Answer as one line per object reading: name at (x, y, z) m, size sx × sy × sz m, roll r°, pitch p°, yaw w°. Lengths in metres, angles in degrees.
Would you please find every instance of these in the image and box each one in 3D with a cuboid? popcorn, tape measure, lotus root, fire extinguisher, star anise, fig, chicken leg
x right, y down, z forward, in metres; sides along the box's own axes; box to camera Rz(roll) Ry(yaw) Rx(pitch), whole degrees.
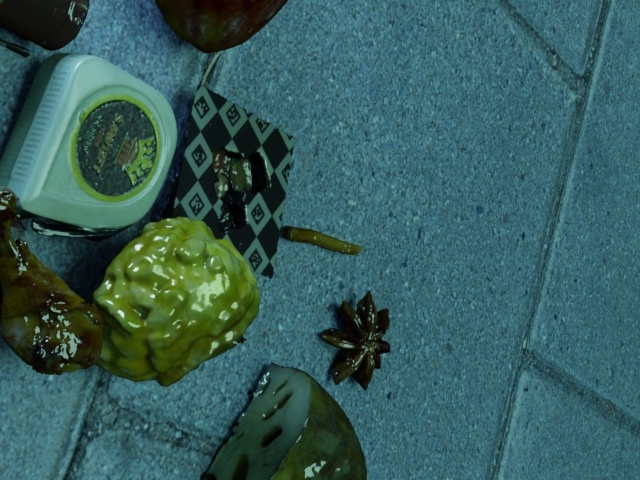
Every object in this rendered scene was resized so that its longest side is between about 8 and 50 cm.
popcorn at (-0.184, 0.092, 1.536) m, size 0.233 × 0.192 × 0.266 m, roll -46°, pitch 160°, yaw -21°
tape measure at (-0.288, -0.093, 1.486) m, size 0.207 × 0.115 × 0.235 m, roll 29°, pitch 79°, yaw -47°
lotus root at (-0.029, 0.370, 1.801) m, size 0.260 × 0.149 × 0.267 m, roll 53°, pitch 57°, yaw -37°
fire extinguisher at (-0.406, -0.299, 1.317) m, size 0.341 × 0.105 × 0.142 m, roll 21°, pitch 50°, yaw -52°
star anise at (0.065, 0.164, 1.963) m, size 0.168 × 0.057 × 0.168 m, roll -3°, pitch 94°, yaw -51°
fig at (-0.123, -0.378, 1.582) m, size 0.224 × 0.224 × 0.263 m, roll 7°, pitch 93°, yaw -50°
chicken leg at (-0.332, 0.049, 1.376) m, size 0.107 × 0.087 × 0.252 m, roll -41°, pitch 116°, yaw -39°

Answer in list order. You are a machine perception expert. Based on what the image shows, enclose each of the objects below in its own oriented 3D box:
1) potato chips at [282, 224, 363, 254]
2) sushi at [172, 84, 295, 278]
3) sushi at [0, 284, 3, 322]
potato chips at (0.000, 0.000, 1.895) m, size 0.204 × 0.037 × 0.026 m, roll 16°, pitch 90°, yaw -55°
sushi at (-0.137, -0.078, 1.714) m, size 0.231 × 0.047 × 0.220 m, roll 25°, pitch 70°, yaw -52°
sushi at (-0.381, 0.053, 1.419) m, size 0.085 × 0.056 × 0.083 m, roll -49°, pitch 128°, yaw -38°
